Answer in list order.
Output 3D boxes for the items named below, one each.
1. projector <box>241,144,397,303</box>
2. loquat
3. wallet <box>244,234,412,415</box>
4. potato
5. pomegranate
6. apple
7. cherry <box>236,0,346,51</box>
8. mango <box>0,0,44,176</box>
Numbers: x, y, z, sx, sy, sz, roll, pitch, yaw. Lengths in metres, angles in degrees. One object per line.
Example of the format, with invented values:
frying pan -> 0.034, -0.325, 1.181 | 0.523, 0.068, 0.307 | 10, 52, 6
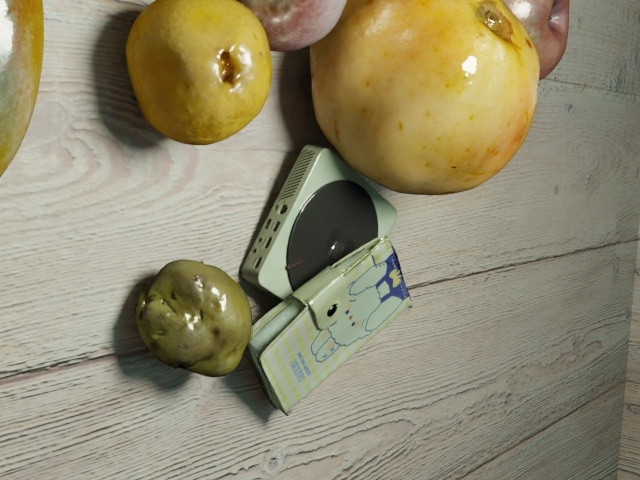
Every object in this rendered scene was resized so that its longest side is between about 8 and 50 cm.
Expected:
projector -> 0.000, 0.000, 1.659 | 0.259, 0.079, 0.257 | 38, 75, -47
loquat -> -0.166, -0.237, 1.301 | 0.208, 0.208, 0.208 | -14, 108, -53
wallet -> 0.018, 0.139, 1.616 | 0.309, 0.077, 0.223 | -39, 140, -17
potato -> -0.180, 0.114, 1.397 | 0.154, 0.137, 0.200 | -47, 141, 3
pomegranate -> 0.171, -0.264, 1.631 | 0.411, 0.411, 0.412 | -14, 108, -53
apple -> 0.397, -0.476, 2.013 | 0.305, 0.235, 0.306 | -13, 107, -51
cherry -> -0.051, -0.406, 1.393 | 0.239, 0.206, 0.240 | 20, 67, -59
mango -> -0.405, -0.164, 0.976 | 0.221, 0.198, 0.384 | 19, 93, -60
